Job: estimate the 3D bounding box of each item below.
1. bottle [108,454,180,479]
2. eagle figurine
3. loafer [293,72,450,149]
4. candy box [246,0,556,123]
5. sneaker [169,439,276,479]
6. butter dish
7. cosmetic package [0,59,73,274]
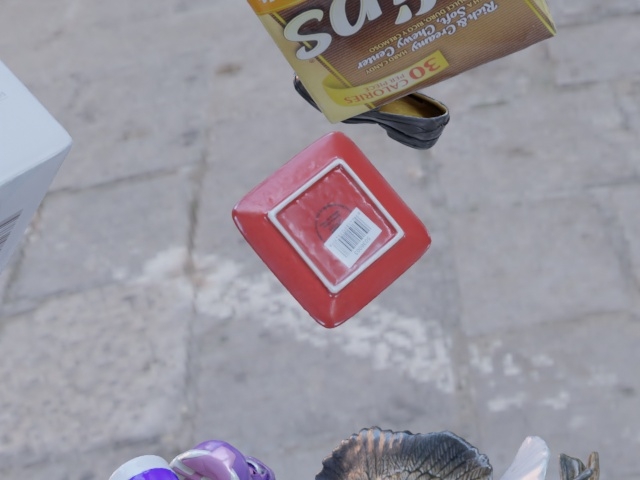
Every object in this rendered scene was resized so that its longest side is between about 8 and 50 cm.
[{"bbox_3d":[-0.102,0.302,1.351,0.118,0.092,0.283,-30,47,-12],"label":"bottle"},{"bbox_3d":[0.110,0.290,1.458,0.298,0.225,0.226,-3,-1,12],"label":"eagle figurine"},{"bbox_3d":[0.056,-0.152,1.637,0.170,0.061,0.062,18,63,-11],"label":"loafer"},{"bbox_3d":[0.025,-0.222,1.042,0.182,0.316,0.088,-20,55,13],"label":"candy box"},{"bbox_3d":[-0.092,0.258,1.621,0.095,0.236,0.104,35,62,19],"label":"sneaker"},{"bbox_3d":[0.000,0.000,1.589,0.160,0.160,0.118,-40,-2,-25],"label":"butter dish"},{"bbox_3d":[-0.419,-0.142,1.182,0.453,0.230,0.161,47,47,8],"label":"cosmetic package"}]
